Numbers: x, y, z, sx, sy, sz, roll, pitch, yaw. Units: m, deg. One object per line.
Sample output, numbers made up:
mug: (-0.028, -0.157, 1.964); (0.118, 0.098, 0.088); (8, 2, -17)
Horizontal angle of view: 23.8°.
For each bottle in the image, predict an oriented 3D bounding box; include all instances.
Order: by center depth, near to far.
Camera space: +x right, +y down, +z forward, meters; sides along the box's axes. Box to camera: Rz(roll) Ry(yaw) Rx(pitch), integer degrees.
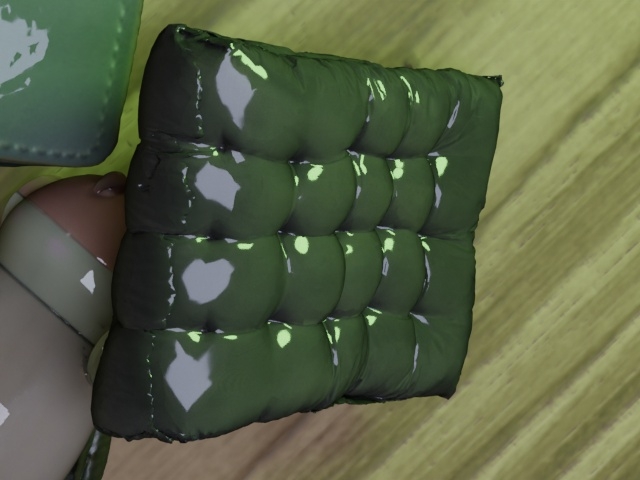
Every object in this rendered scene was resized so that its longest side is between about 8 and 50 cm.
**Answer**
bottle: (-0.177, 0.060, 0.907); (0.147, 0.147, 0.236); (44, 82, -25)

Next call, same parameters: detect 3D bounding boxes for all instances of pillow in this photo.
pillow: (0.000, 0.000, 0.908); (0.326, 0.101, 0.228); (-3, 104, -59)

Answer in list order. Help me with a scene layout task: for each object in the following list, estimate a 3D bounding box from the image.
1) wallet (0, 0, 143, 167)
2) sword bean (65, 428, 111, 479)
wallet: (-0.197, -0.219, 0.836); (0.252, 0.083, 0.360); (6, 91, -23)
sword bean: (-0.166, 0.214, 1.009); (0.043, 0.038, 0.269); (8, 101, 2)
